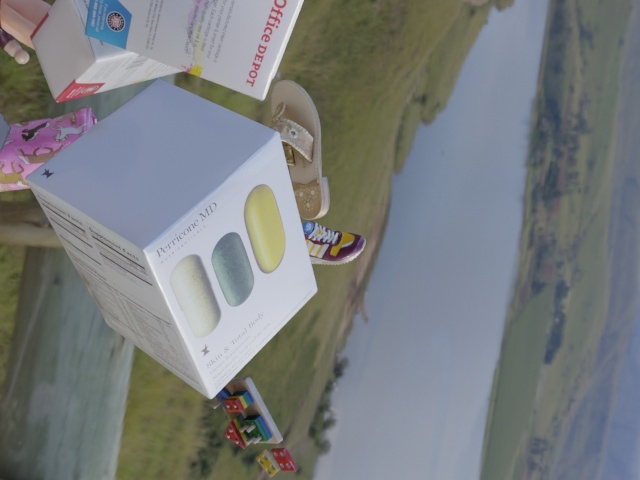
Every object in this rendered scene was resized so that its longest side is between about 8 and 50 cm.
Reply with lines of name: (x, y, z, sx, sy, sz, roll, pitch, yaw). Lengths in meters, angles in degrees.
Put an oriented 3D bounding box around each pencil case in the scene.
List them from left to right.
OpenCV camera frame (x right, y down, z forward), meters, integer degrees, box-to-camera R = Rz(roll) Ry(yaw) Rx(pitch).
pencil case: (-0.661, -0.182, 1.713, 0.167, 0.385, 0.160, -148, -132, -81)

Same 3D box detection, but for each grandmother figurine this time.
grandmother figurine: (-0.602, -0.448, 1.563, 0.104, 0.342, 0.208, -26, 140, -57)

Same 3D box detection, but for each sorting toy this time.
sorting toy: (-0.145, 0.329, 1.479, 0.046, 0.132, 0.275, -33, 100, -37)

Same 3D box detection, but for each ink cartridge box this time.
ink cartridge box: (-0.301, -0.355, 1.366, 0.306, 0.226, 0.131, -26, 95, -35)
ink cartridge box: (-0.159, -0.368, 1.139, 0.198, 0.269, 0.197, 118, -12, -45)

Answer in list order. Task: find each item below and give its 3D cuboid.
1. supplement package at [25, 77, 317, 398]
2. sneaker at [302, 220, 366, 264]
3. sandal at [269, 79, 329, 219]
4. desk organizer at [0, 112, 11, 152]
supplement package: (-0.155, -0.001, 0.925, 0.199, 0.198, 0.263, -44, 144, -27)
sneaker: (0.000, 0.000, 1.641, 0.084, 0.185, 0.070, 62, 35, -33)
sandal: (-0.048, -0.150, 1.313, 0.079, 0.088, 0.240, -11, 87, -56)
desk organizer: (-0.503, -0.180, 1.180, 0.130, 0.050, 0.047, 99, 6, -71)
